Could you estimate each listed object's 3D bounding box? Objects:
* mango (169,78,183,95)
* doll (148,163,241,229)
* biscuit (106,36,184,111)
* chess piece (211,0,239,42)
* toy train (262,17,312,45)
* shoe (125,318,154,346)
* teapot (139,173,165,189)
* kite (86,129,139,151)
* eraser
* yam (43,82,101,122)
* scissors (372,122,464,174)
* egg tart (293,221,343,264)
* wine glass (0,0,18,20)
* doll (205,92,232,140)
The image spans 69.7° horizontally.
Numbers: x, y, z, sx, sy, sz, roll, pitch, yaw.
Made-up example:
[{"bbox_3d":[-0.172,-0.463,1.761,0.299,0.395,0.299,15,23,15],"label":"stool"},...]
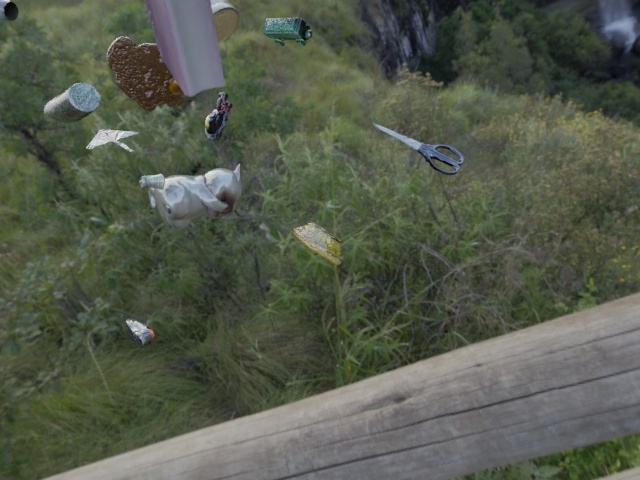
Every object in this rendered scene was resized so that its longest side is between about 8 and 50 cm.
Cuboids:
[{"bbox_3d":[-0.463,-0.525,1.540,0.127,0.063,0.077,-7,58,39],"label":"mango"},{"bbox_3d":[-0.487,-0.171,1.834,0.370,0.215,0.226,-9,49,-18],"label":"doll"},{"bbox_3d":[-0.609,-0.585,1.624,0.208,0.290,0.041,-47,30,3],"label":"biscuit"},{"bbox_3d":[-0.446,-0.871,1.658,0.167,0.299,0.167,-37,-10,-8],"label":"chess piece"},{"bbox_3d":[-0.109,-0.695,1.521,0.172,0.099,0.070,16,91,33],"label":"toy train"},{"bbox_3d":[-0.777,0.386,1.980,0.077,0.074,0.194,-24,30,-30],"label":"shoe"},{"bbox_3d":[-0.609,-0.212,1.649,0.083,0.057,0.067,-10,46,-43],"label":"teapot"},{"bbox_3d":[-0.855,-0.413,1.905,0.250,0.012,0.229,31,48,31],"label":"kite"},{"bbox_3d":[-0.343,-0.568,1.079,0.122,0.359,0.272,-21,53,-16],"label":"eraser"},{"bbox_3d":[-0.835,-0.449,1.535,0.259,0.106,0.106,-3,40,44],"label":"yam"},{"bbox_3d":[0.288,-0.289,1.393,0.300,0.022,0.109,28,59,12],"label":"scissors"},{"bbox_3d":[0.000,0.000,1.395,0.074,0.191,0.191,-58,34,2],"label":"egg tart"},{"bbox_3d":[-0.950,-0.663,1.292,0.198,0.066,0.066,15,44,7],"label":"wine glass"},{"bbox_3d":[-0.464,-0.548,2.080,0.088,0.127,0.248,-8,61,36],"label":"doll"}]
